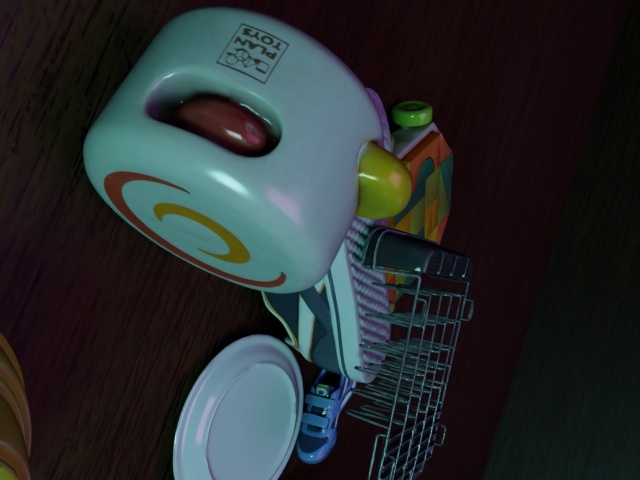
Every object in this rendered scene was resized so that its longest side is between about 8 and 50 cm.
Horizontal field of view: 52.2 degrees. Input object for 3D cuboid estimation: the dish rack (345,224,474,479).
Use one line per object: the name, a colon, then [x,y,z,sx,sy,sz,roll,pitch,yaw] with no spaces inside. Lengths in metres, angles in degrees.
dish rack: [0.095,0.130,0.704,0.208,0.074,0.272,11,90,-62]

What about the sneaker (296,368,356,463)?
sneaker: [0.002,0.224,0.874,0.059,0.053,0.144,68,37,-49]

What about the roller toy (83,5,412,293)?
roller toy: [-0.056,-0.065,0.481,0.191,0.209,0.146,43,63,-36]

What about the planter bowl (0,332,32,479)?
planter bowl: [-0.217,0.139,0.327,0.217,0.090,0.217,-35,133,-50]

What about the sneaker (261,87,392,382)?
sneaker: [0.000,0.000,0.685,0.126,0.127,0.321,-36,131,-52]

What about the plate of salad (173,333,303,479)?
plate of salad: [-0.088,0.199,0.707,0.200,0.048,0.200,-12,105,-52]

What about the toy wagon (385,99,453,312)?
toy wagon: [0.128,-0.061,0.942,0.344,0.068,0.267,-42,138,-45]

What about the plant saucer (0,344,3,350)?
plant saucer: [-0.268,0.111,0.356,0.195,0.037,0.195,-34,131,-51]
